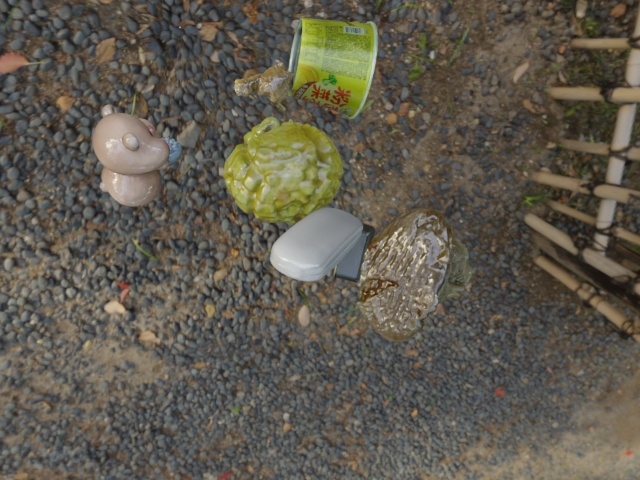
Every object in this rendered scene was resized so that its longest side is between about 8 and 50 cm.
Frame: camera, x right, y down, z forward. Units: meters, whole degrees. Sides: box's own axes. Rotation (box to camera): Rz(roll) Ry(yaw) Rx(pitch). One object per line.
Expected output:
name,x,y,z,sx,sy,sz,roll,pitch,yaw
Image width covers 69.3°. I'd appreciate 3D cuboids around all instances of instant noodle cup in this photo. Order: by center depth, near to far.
instant noodle cup,0.024,-0.549,1.453,0.222,0.311,0.311,8,111,-13

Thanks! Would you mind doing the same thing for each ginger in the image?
ginger,-0.146,-0.406,1.236,0.165,0.067,0.096,-27,99,-15

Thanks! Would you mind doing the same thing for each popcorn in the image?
popcorn,-0.082,-0.161,1.069,0.258,0.270,0.224,28,149,4

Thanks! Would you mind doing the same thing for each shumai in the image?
shumai,0.254,0.073,1.195,0.283,0.217,0.346,-16,121,-56

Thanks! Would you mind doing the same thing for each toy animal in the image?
toy animal,-0.518,-0.220,1.258,0.221,0.210,0.229,-51,150,10

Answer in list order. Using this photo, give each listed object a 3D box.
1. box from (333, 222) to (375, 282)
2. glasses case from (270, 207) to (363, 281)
box,0.119,0.038,1.590,0.090,0.144,0.200,16,100,12
glasses case,0.000,0.000,0.634,0.074,0.193,0.049,25,118,14
